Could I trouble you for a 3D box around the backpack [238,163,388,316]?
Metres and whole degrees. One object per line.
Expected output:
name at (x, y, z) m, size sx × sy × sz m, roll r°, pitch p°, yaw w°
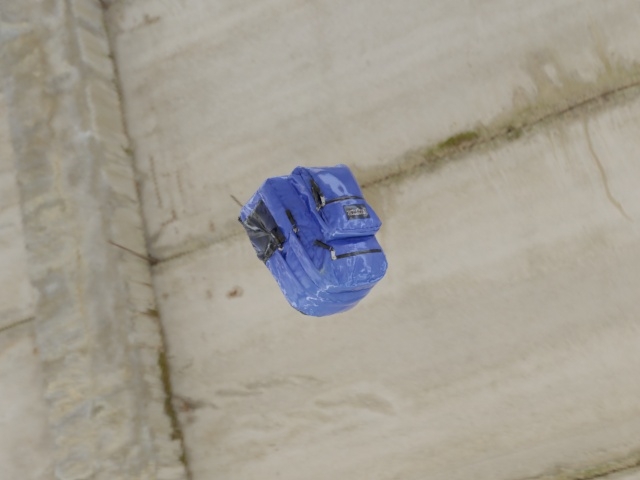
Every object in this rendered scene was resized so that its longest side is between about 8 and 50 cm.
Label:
backpack at (0.000, 0.000, 0.867) m, size 0.101 × 0.098 × 0.120 m, roll -47°, pitch -119°, yaw 46°
